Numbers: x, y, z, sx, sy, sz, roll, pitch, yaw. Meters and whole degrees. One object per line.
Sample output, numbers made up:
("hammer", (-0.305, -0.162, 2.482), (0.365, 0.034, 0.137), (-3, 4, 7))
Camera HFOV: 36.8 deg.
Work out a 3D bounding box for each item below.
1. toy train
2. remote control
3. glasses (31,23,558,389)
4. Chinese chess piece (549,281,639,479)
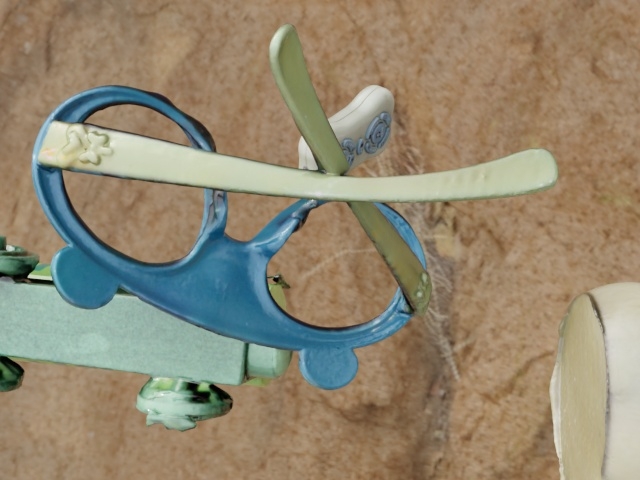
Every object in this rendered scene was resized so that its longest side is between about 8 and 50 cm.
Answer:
("toy train", (-0.134, 0.053, 0.629), (0.253, 0.157, 0.105), (4, 91, 10))
("remote control", (0.025, -0.092, 0.886), (0.032, 0.074, 0.122), (30, 49, 27))
("glasses", (0.000, -0.030, 0.473), (0.207, 0.239, 0.102), (-38, 39, 37))
("Chinese chess piece", (0.413, 0.224, 1.309), (0.141, 0.338, 0.338), (2, 71, 1))
